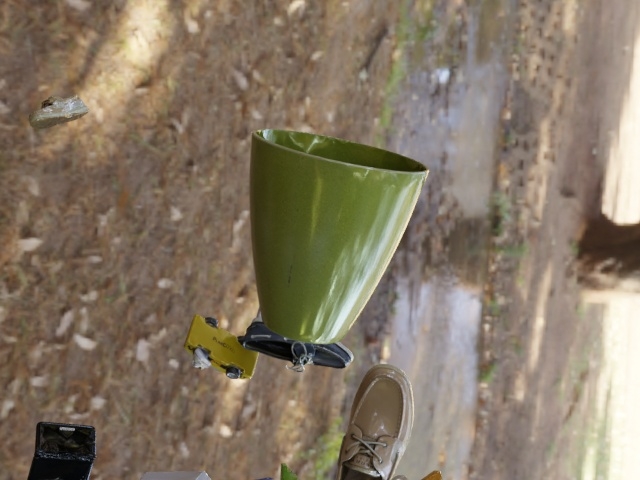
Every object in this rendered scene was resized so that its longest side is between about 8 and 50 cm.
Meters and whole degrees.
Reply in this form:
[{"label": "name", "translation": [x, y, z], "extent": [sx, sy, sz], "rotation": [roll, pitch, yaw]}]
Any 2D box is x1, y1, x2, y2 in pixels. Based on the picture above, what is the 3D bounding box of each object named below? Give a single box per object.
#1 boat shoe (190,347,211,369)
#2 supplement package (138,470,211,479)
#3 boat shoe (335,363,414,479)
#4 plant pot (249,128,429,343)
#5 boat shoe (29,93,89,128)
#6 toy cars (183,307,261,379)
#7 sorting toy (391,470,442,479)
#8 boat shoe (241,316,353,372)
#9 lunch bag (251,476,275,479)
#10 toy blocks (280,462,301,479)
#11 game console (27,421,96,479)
[{"label": "boat shoe", "translation": [-0.263, 0.261, 1.895], "extent": [0.035, 0.035, 0.100], "rotation": [-36, 166, -9]}, {"label": "supplement package", "translation": [-0.364, 0.658, 2.031], "extent": [0.204, 0.261, 0.145], "rotation": [-46, 110, -40]}, {"label": "boat shoe", "translation": [0.097, 0.404, 1.652], "extent": [0.110, 0.121, 0.341], "rotation": [-27, 129, -74]}, {"label": "plant pot", "translation": [0.000, 0.000, 1.360], "extent": [0.274, 0.274, 0.294], "rotation": [-17, 122, -64]}, {"label": "boat shoe", "translation": [-0.451, -0.222, 1.483], "extent": [0.045, 0.050, 0.135], "rotation": [62, 24, -3]}, {"label": "toy cars", "translation": [-0.169, 0.242, 2.099], "extent": [0.393, 0.087, 0.177], "rotation": [-10, 75, -44]}, {"label": "sorting toy", "translation": [0.176, 0.647, 1.939], "extent": [0.307, 0.041, 0.229], "rotation": [-20, 95, -41]}, {"label": "boat shoe", "translation": [-0.054, 0.247, 1.984], "extent": [0.095, 0.254, 0.079], "rotation": [101, 12, -45]}, {"label": "lunch bag", "translation": [-0.102, 0.497, 1.648], "extent": [0.067, 0.065, 0.099], "rotation": [-4, 101, -27]}, {"label": "toy blocks", "translation": [0.034, 0.693, 1.955], "extent": [0.191, 0.260, 0.382], "rotation": [136, -44, -79]}, {"label": "game console", "translation": [-0.527, 0.436, 1.782], "extent": [0.122, 0.071, 0.107], "rotation": [12, 49, -28]}]
